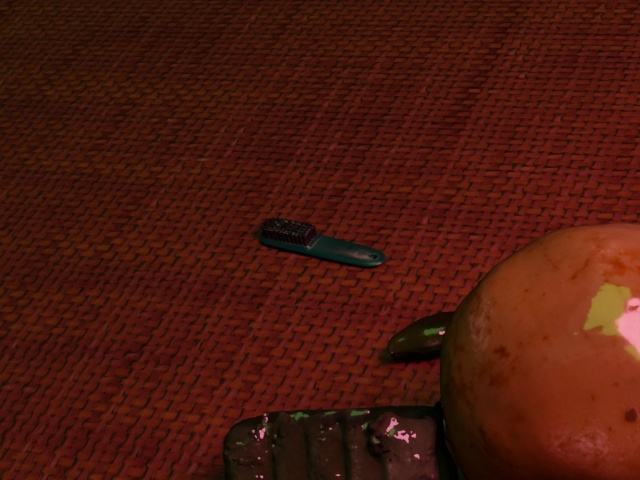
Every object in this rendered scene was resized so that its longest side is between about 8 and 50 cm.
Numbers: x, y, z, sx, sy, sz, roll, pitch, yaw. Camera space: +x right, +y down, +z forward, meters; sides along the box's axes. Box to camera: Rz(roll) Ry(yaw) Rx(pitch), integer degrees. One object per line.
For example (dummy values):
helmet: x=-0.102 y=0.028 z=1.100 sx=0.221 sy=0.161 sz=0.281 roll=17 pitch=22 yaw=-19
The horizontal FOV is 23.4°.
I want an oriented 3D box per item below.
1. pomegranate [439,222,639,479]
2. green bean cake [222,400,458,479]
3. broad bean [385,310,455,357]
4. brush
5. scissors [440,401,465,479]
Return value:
pomegranate: x=0.277 y=0.141 z=1.542 sx=0.343 sy=0.342 sz=0.342 roll=-8 pitch=37 yaw=6
green bean cake: x=0.025 y=0.227 z=1.581 sx=0.227 sy=0.124 sz=0.222 roll=-10 pitch=-6 yaw=9
broad bean: x=0.193 y=0.091 z=1.846 sx=0.255 sy=0.046 sz=0.065 roll=-22 pitch=31 yaw=-14
brush: x=0.000 y=0.000 z=2.036 sx=0.193 sy=0.032 sz=0.043 roll=12 pitch=43 yaw=32
scissors: x=0.161 y=0.239 z=1.687 sx=0.100 sy=0.015 sz=0.189 roll=3 pitch=40 yaw=16
